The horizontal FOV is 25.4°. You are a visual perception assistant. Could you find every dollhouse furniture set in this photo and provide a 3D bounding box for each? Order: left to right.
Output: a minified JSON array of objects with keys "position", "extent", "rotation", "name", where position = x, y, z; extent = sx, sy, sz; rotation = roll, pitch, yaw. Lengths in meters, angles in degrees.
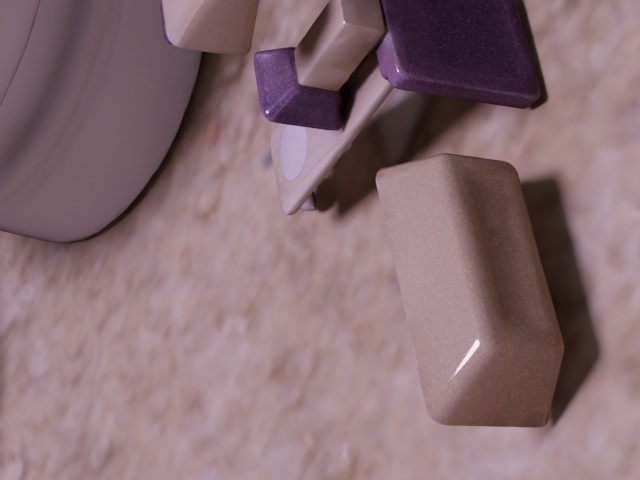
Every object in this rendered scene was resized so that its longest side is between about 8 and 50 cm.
[{"position":[0.000,0.000,0.342],"extent":[0.081,0.091,0.114],"rotation":[-48,45,49],"name":"dollhouse furniture set"}]

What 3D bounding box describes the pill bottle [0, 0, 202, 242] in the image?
[{"position":[-0.188,-0.096,0.416],"extent":[0.169,0.301,0.169],"rotation":[-23,58,43],"name":"pill bottle"}]
